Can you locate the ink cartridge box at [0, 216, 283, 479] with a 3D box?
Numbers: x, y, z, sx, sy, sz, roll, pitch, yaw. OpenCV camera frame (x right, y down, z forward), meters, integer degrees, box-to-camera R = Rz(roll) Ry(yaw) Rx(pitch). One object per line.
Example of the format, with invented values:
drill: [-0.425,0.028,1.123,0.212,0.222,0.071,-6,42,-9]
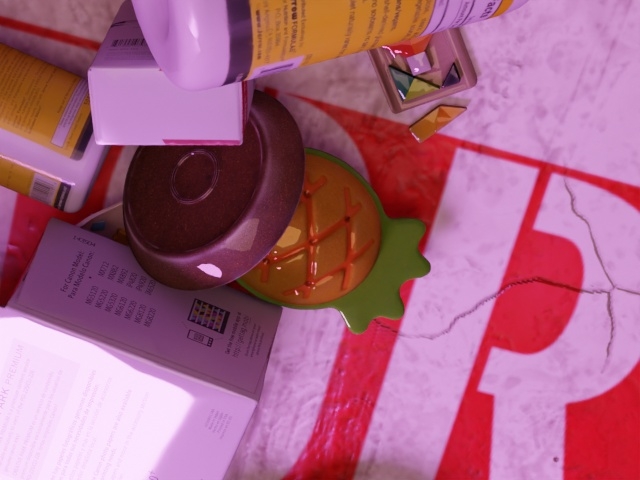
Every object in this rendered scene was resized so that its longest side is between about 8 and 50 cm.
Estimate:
ink cartridge box: [-0.213,0.151,1.263,0.271,0.130,0.309,22,123,-6]

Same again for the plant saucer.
plant saucer: [-0.090,-0.045,1.188,0.168,0.168,0.029,-33,146,16]

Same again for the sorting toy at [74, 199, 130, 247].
sorting toy: [-0.160,0.000,1.271,0.075,0.045,0.083,-35,114,7]

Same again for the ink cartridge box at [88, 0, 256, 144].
ink cartridge box: [-0.104,-0.128,1.153,0.109,0.150,0.063,0,117,4]

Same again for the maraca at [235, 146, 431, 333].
maraca: [0.000,0.000,1.229,0.185,0.099,0.127,29,100,-17]

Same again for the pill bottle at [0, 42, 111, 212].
pill bottle: [-0.253,-0.100,1.199,0.184,0.103,0.103,23,113,-6]

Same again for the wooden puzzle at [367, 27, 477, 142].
wooden puzzle: [0.079,-0.138,1.210,0.078,0.014,0.116,-26,109,14]

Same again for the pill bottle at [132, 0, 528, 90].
pill bottle: [0.039,-0.227,1.043,0.333,0.188,0.188,-16,113,-15]
